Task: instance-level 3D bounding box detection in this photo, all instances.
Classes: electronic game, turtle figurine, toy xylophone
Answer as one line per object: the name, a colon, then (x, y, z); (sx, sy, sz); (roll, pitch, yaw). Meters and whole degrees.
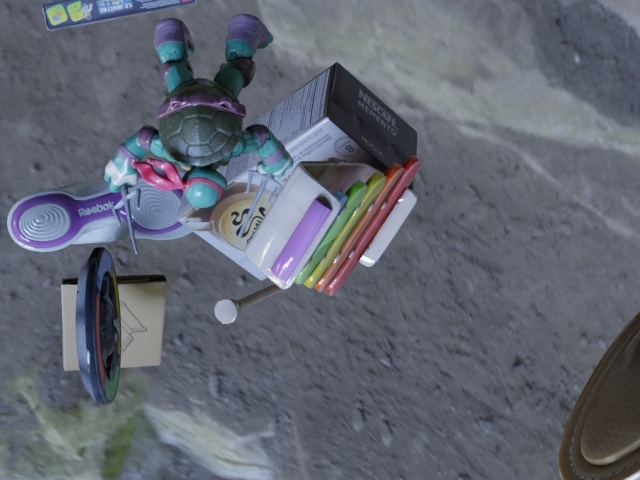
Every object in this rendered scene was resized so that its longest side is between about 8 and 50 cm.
electronic game: (-0.315, 0.124, 1.679); (0.048, 0.229, 0.229); (-2, 69, -1)
turtle figurine: (-0.106, -0.100, 1.076); (0.175, 0.118, 0.234); (7, 63, -11)
toy xylophone: (0.000, 0.000, 1.358); (0.081, 0.322, 0.236); (37, 113, 14)

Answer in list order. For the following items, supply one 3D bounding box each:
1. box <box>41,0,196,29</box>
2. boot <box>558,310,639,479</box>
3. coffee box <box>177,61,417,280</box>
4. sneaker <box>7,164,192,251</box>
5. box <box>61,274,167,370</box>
box: (-0.281, -0.330, 1.624); (0.207, 0.114, 0.036); (-12, 101, -8)
boot: (0.188, 0.071, 0.404); (0.197, 0.073, 0.152); (-36, 107, -13)
coffee box: (-0.032, -0.088, 1.594); (0.297, 0.168, 0.119); (-30, 35, 33)
sneaker: (-0.311, -0.056, 1.746); (0.305, 0.152, 0.114); (-6, 98, -8)
box: (-0.337, 0.135, 1.882); (0.164, 0.201, 0.021); (-2, 44, -14)
